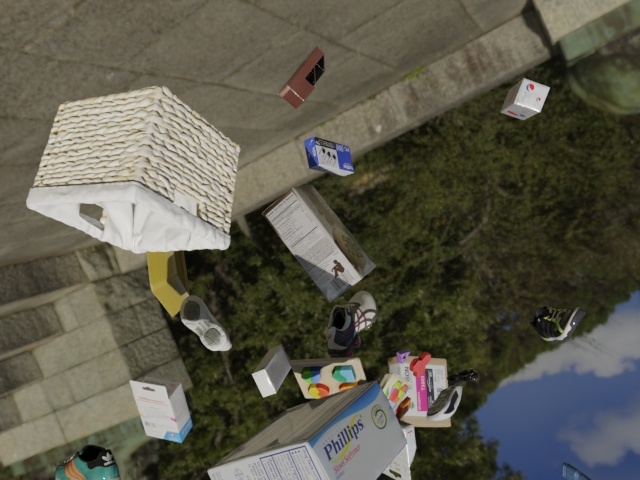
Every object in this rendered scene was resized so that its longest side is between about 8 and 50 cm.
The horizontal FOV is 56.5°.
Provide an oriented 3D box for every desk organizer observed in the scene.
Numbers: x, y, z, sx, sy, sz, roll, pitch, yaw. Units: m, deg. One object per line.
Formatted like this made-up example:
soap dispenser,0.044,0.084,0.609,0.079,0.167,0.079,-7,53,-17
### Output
desk organizer,-0.030,-0.342,1.250,0.130,0.050,0.047,-58,-163,-26

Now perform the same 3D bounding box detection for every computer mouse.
computer mouse,0.331,0.401,1.513,0.193,0.042,0.106,-40,-175,-42

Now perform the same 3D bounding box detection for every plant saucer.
plant saucer,-0.513,0.055,2.008,0.080,0.333,0.333,-10,158,-6

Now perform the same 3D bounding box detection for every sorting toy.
sorting toy,0.028,0.383,1.624,0.192,0.208,0.038,-6,-133,14

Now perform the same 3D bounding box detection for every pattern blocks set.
pattern blocks set,0.186,0.456,1.680,0.026,0.325,0.285,29,-172,40

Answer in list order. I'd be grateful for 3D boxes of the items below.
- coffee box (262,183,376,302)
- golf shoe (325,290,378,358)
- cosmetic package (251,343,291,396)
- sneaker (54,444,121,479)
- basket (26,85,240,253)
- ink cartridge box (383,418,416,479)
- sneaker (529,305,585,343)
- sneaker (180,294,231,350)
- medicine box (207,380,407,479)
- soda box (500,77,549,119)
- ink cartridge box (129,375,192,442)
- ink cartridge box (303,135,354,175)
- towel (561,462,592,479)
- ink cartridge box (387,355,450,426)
coffee box,0.000,0.000,1.600,0.119,0.297,0.168,-39,175,20
golf shoe,0.094,0.228,1.788,0.105,0.120,0.273,-4,-146,29
cosmetic package,-0.177,0.478,2.200,0.060,0.099,0.239,-25,-175,15
sneaker,-0.706,0.674,1.801,0.302,0.121,0.108,-11,175,37
basket,-0.404,-0.142,1.347,0.331,0.267,0.328,-3,160,27
ink cartridge box,0.226,0.616,1.759,0.045,0.179,0.145,-14,-172,-33
sneaker,0.630,0.221,1.621,0.084,0.097,0.235,-49,167,-17
sneaker,-0.367,0.276,1.914,0.090,0.232,0.115,-39,152,-5
medicine box,-0.022,0.427,1.179,0.289,0.149,0.263,-28,176,35
soda box,0.549,-0.378,1.610,0.073,0.069,0.216,21,-171,5
ink cartridge box,-0.383,0.394,1.436,0.104,0.181,0.061,5,-149,19
ink cartridge box,0.031,-0.276,1.968,0.046,0.097,0.207,-17,169,34
towel,0.819,0.753,1.877,0.029,0.067,0.119,-32,-141,-23
ink cartridge box,0.339,0.520,2.044,0.193,0.235,0.088,8,158,-24
